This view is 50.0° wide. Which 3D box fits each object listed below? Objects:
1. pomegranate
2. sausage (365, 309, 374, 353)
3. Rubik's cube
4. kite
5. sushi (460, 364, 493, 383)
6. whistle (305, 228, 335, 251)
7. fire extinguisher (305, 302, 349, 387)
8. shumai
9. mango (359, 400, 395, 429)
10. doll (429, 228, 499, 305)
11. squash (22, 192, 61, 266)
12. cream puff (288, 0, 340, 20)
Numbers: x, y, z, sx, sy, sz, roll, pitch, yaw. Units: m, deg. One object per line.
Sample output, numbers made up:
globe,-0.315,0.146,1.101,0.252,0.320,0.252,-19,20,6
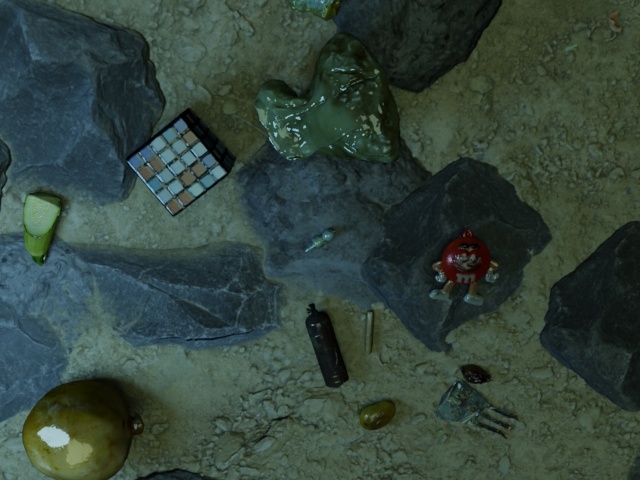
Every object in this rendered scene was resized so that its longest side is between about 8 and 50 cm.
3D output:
pomegranate,-0.649,0.514,1.845,0.308,0.307,0.307,-1,107,-3
sausage,0.139,0.262,1.945,0.024,0.024,0.132,1,106,-3
Rubik's cube,-0.341,-0.198,1.700,0.184,0.182,0.187,-39,104,10
kite,0.468,0.511,2.041,0.245,0.015,0.141,27,105,-7
sushi,0.447,0.391,1.987,0.099,0.047,0.050,8,109,-4
whistle,0.000,0.000,1.853,0.100,0.035,0.035,-35,105,9
fire extinguisher,0.011,0.285,1.911,0.072,0.089,0.267,-16,107,4
shumai,0.015,-0.285,1.624,0.289,0.292,0.329,-22,70,-9
mango,0.168,0.509,2.007,0.114,0.057,0.079,-32,102,-2
doll,0.399,0.076,1.873,0.183,0.085,0.217,9,115,-4
squash,-0.733,-0.019,1.791,0.090,0.075,0.200,2,110,-30
cream puff,-0.007,-0.600,1.635,0.156,0.156,0.121,31,61,-11
